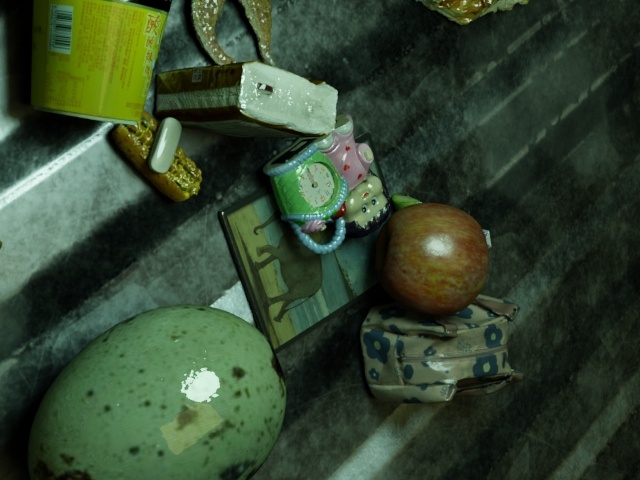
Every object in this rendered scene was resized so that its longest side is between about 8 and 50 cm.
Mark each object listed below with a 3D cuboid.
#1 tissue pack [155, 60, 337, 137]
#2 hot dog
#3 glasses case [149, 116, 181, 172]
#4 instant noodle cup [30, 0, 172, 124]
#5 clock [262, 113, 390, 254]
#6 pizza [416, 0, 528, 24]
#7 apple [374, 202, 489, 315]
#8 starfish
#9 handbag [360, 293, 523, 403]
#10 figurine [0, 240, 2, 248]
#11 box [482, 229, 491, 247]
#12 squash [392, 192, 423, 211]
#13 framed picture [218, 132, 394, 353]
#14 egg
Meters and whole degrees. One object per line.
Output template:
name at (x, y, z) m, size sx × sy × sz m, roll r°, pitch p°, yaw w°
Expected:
tissue pack at (-0.110, -0.200, 1.660) m, size 0.183 × 0.226 × 0.092 m, roll 6°, pitch 87°, yaw -40°
hot dog at (-0.239, -0.123, 1.676) m, size 0.165 × 0.045 × 0.071 m, roll 48°, pitch 61°, yaw -29°
glasses case at (-0.225, -0.138, 1.642) m, size 0.032 × 0.021 × 0.083 m, roll 25°, pitch 76°, yaw -37°
instant noodle cup at (-0.302, -0.283, 1.526) m, size 0.215 × 0.215 × 0.236 m, roll 5°, pitch 97°, yaw -40°
clock at (0.017, -0.080, 1.841) m, size 0.194 × 0.100 × 0.195 m, roll -40°, pitch 114°, yaw -27°
pizza at (0.306, -0.501, 2.084) m, size 0.365 × 0.074 × 0.182 m, roll -30°, pitch 102°, yaw -34°
apple at (0.182, 0.029, 1.883) m, size 0.174 × 0.188 × 0.188 m, roll 12°, pitch 85°, yaw -15°
starfish at (-0.138, -0.430, 1.733) m, size 0.299 × 0.060 × 0.302 m, roll 31°, pitch 73°, yaw -34°
handbag at (0.220, 0.191, 1.980) m, size 0.251 × 0.193 × 0.190 m, roll -10°, pitch 95°, yaw -39°
figurine at (-0.511, -0.022, 1.407) m, size 0.234 × 0.127 × 0.185 m, roll 0°, pitch 101°, yaw -26°
box at (0.260, 0.013, 2.094) m, size 0.117 × 0.050 × 0.036 m, roll -28°, pitch 117°, yaw -36°
squash at (0.189, 0.003, 2.023) m, size 0.075 × 0.090 × 0.200 m, roll -32°, pitch 119°, yaw -28°
framed picture at (0.000, 0.000, 1.902) m, size 0.347 × 0.016 × 0.265 m, roll -30°, pitch 110°, yaw -35°
egg at (-0.219, 0.246, 1.558) m, size 0.379 × 0.287 × 0.288 m, roll -39°, pitch 116°, yaw -33°
